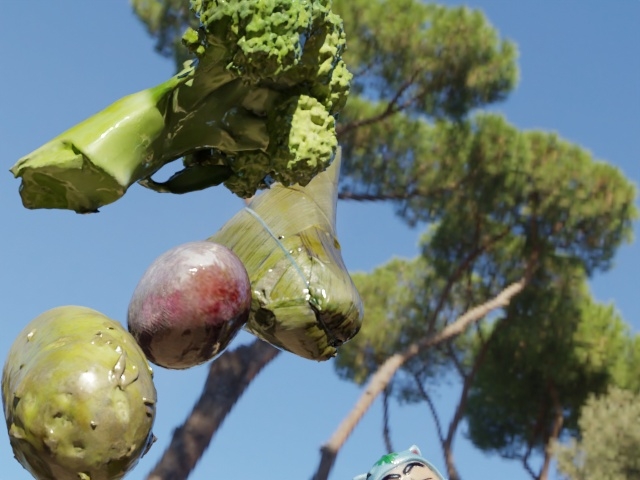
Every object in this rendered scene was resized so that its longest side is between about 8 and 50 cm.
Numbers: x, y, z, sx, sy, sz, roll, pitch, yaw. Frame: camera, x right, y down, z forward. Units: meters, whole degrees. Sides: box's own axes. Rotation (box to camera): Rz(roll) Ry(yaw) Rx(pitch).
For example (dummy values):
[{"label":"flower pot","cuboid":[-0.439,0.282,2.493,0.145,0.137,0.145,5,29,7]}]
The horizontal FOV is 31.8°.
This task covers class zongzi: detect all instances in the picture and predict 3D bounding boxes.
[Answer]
[{"label":"zongzi","cuboid":[0.000,0.000,1.667,0.323,0.360,0.160,21,-30,47]}]

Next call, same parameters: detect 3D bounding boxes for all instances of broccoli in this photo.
[{"label":"broccoli","cuboid":[-0.070,-0.116,0.962,0.186,0.302,0.254,41,-61,-1]}]

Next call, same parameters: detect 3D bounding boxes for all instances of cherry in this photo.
[{"label":"cherry","cuboid":[-0.155,0.076,1.385,0.140,0.176,0.176,44,-41,-13]}]

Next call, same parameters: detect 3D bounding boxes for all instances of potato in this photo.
[{"label":"potato","cuboid":[-0.197,0.127,0.906,0.113,0.149,0.251,0,-2,-18]}]

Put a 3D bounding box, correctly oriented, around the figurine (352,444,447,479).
[{"label":"figurine","cuboid":[0.121,0.346,1.376,0.114,0.178,0.144,-22,2,-3]}]
